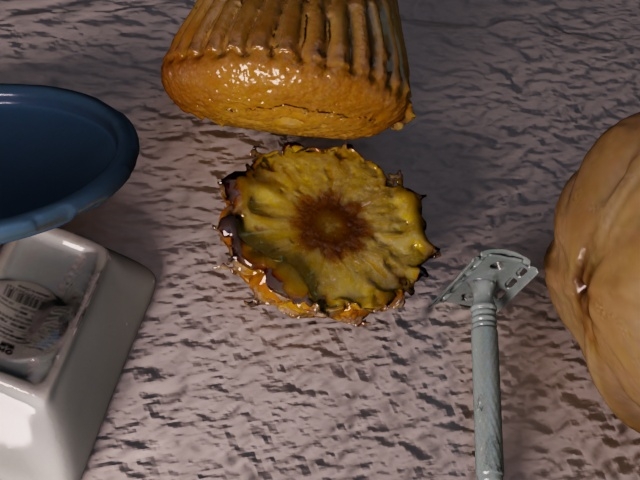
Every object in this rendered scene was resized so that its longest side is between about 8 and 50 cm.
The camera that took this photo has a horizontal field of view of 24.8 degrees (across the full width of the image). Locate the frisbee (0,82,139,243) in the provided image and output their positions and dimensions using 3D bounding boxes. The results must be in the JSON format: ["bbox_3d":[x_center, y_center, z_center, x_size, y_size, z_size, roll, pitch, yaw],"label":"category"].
[{"bbox_3d":[-0.294,-0.055,1.224,0.289,0.049,0.289,-1,30,1],"label":"frisbee"}]

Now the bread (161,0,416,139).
[{"bbox_3d":[-0.031,-0.168,1.356,0.240,0.240,0.139,3,91,-20],"label":"bread"}]

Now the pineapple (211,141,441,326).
[{"bbox_3d":[0.000,0.000,1.331,0.224,0.076,0.225,10,49,-11],"label":"pineapple"}]

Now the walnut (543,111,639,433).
[{"bbox_3d":[0.391,0.032,1.309,0.381,0.381,0.381,11,51,-14],"label":"walnut"}]

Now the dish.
[{"bbox_3d":[-0.242,0.067,1.179,0.182,0.080,0.243,22,50,-6],"label":"dish"}]

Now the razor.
[{"bbox_3d":[0.147,0.131,1.292,0.068,0.106,0.232,10,60,-15],"label":"razor"}]
